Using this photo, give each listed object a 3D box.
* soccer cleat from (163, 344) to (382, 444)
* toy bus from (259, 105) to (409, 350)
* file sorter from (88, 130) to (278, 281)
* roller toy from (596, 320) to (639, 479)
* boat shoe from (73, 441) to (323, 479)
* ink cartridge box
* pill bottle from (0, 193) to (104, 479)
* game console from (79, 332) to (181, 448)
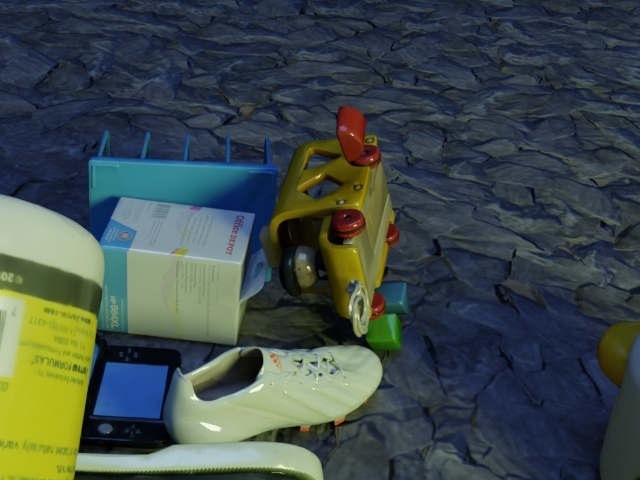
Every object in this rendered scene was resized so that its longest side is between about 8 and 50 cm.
[{"bbox_3d":[-0.030,0.111,0.885,0.196,0.076,0.068,-14,35,-31],"label":"soccer cleat"},{"bbox_3d":[0.003,-0.003,0.968,0.104,0.191,0.202,-5,-11,16],"label":"toy bus"},{"bbox_3d":[-0.131,-0.039,1.088,0.170,0.118,0.104,2,28,-5],"label":"file sorter"},{"bbox_3d":[0.310,0.139,0.824,0.191,0.146,0.209,2,30,-6],"label":"roller toy"},{"bbox_3d":[-0.159,0.201,0.677,0.340,0.127,0.113,0,52,-14],"label":"boat shoe"},{"bbox_3d":[-0.118,0.028,1.000,0.143,0.090,0.092,8,31,2],"label":"ink cartridge box"},{"bbox_3d":[-0.218,0.146,0.537,0.188,0.334,0.188,7,-11,1],"label":"pill bottle"},{"bbox_3d":[-0.167,0.098,0.892,0.107,0.071,0.122,4,31,-2],"label":"game console"}]
